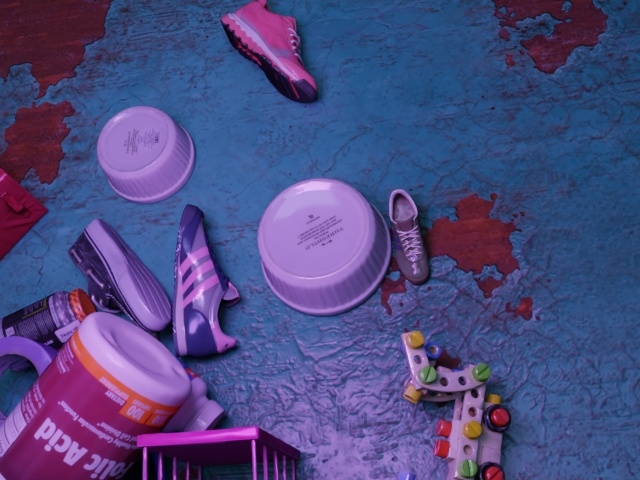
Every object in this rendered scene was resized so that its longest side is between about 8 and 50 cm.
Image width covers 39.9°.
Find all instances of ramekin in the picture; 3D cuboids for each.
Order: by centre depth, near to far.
[{"bbox_3d":[0.000,0.000,1.730,0.273,0.127,0.273,-5,65,11],"label":"ramekin"},{"bbox_3d":[-0.385,-0.194,1.914,0.207,0.109,0.207,-5,65,11],"label":"ramekin"}]

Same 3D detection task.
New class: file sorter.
[{"bbox_3d":[-0.162,0.432,1.490,0.202,0.290,0.182,-7,68,10],"label":"file sorter"}]

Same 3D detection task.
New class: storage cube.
[{"bbox_3d":[-0.750,-0.081,1.905,0.215,0.183,0.193,38,80,24],"label":"storage cube"}]

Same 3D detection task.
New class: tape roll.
[{"bbox_3d":[-0.571,0.279,1.663,0.189,0.080,0.189,-2,75,9],"label":"tape roll"}]

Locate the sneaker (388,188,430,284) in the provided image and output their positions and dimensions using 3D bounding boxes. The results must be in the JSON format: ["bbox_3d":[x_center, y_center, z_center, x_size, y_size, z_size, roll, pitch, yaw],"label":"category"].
[{"bbox_3d":[0.167,-0.014,1.720,0.064,0.086,0.192,-13,65,7],"label":"sneaker"}]

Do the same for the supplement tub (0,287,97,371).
[{"bbox_3d":[-0.553,0.177,1.784,0.190,0.117,0.117,-25,64,2],"label":"supplement tub"}]

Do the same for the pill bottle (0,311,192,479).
[{"bbox_3d":[-0.422,0.337,1.508,0.224,0.224,0.392,41,95,25],"label":"pill bottle"}]

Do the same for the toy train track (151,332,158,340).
[{"bbox_3d":[-0.336,0.188,1.789,0.048,0.014,0.083,-13,70,-1],"label":"toy train track"}]

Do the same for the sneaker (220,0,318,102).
[{"bbox_3d":[-0.090,-0.434,1.949,0.136,0.116,0.314,-40,64,-7],"label":"sneaker"}]

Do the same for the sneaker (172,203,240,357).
[{"bbox_3d":[-0.227,0.079,1.771,0.131,0.112,0.319,0,72,-4],"label":"sneaker"}]

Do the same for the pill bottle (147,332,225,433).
[{"bbox_3d":[-0.291,0.284,1.664,0.221,0.124,0.124,38,79,9],"label":"pill bottle"}]

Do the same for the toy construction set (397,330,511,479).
[{"bbox_3d":[0.208,0.334,1.523,0.215,0.151,0.327,16,78,-7],"label":"toy construction set"}]

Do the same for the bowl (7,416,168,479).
[{"bbox_3d":[-0.469,0.475,1.657,0.391,0.077,0.391,-5,66,11],"label":"bowl"}]

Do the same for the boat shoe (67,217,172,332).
[{"bbox_3d":[-0.411,0.093,1.795,0.119,0.121,0.335,-47,49,4],"label":"boat shoe"}]
